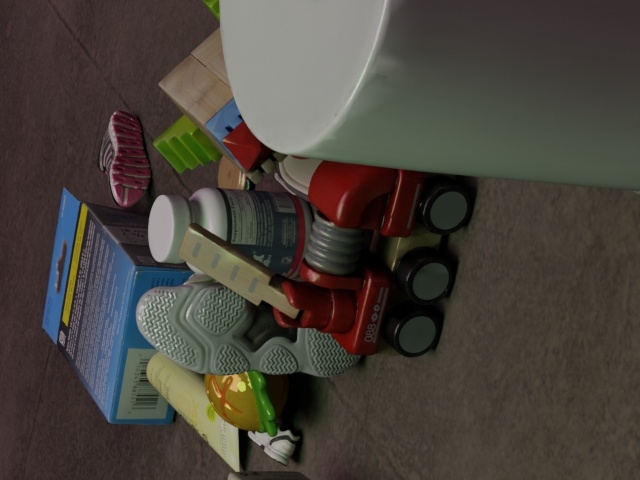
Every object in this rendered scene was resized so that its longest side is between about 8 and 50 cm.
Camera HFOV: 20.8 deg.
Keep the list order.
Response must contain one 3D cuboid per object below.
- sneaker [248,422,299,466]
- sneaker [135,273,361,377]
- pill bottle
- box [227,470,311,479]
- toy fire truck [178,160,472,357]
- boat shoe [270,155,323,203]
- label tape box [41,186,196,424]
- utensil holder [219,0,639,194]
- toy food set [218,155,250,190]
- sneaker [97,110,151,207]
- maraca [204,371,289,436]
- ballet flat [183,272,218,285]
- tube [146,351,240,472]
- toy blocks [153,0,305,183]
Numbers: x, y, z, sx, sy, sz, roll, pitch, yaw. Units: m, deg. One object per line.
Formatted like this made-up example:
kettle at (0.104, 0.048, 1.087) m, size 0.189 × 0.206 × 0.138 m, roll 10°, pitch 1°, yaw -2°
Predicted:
sneaker at (-0.054, 0.241, 2.140) m, size 0.043 × 0.040 × 0.109 m, roll -58°, pitch 26°, yaw -2°
sneaker at (-0.093, 0.090, 1.977) m, size 0.153 × 0.269 × 0.101 m, roll -149°, pitch 69°, yaw -66°
pill bottle at (-0.110, -0.010, 2.109) m, size 0.108 × 0.180 × 0.108 m, roll -12°, pitch 77°, yaw 63°
box at (-0.010, 0.336, 1.844) m, size 0.275 × 0.094 × 0.113 m, roll 22°, pitch 105°, yaw 61°
toy fire truck at (0.000, 0.000, 1.818) m, size 0.158 × 0.246 × 0.217 m, roll 44°, pitch 126°, yaw 55°
boat shoe at (-0.010, -0.107, 2.046) m, size 0.112 × 0.095 × 0.335 m, roll -48°, pitch 36°, yaw -2°
label tape box at (-0.295, 0.088, 2.542) m, size 0.334 × 0.106 × 0.240 m, roll 42°, pitch 125°, yaw 57°
utensil holder at (0.154, -0.203, 1.387) m, size 0.328 × 0.386 × 0.327 m, roll -10°, pitch 79°, yaw 62°
toy food set at (-0.111, -0.085, 2.294) m, size 0.082 × 0.020 × 0.083 m, roll -66°, pitch 33°, yaw 34°
sneaker at (-0.298, -0.109, 2.619) m, size 0.075 × 0.063 × 0.170 m, roll 125°, pitch 144°, yaw -46°
maraca at (-0.084, 0.174, 2.099) m, size 0.186 × 0.099 × 0.127 m, roll -163°, pitch 54°, yaw -74°
ballet flat at (-0.132, 0.074, 2.245) m, size 0.247 × 0.087 × 0.083 m, roll 20°, pitch 104°, yaw 62°
tube at (-0.160, 0.216, 2.320) m, size 0.062 × 0.070 × 0.240 m, roll -49°, pitch 36°, yaw -3°
toy blocks at (0.007, -0.188, 1.811) m, size 0.381 × 0.190 × 0.261 m, roll -42°, pitch 33°, yaw -3°
